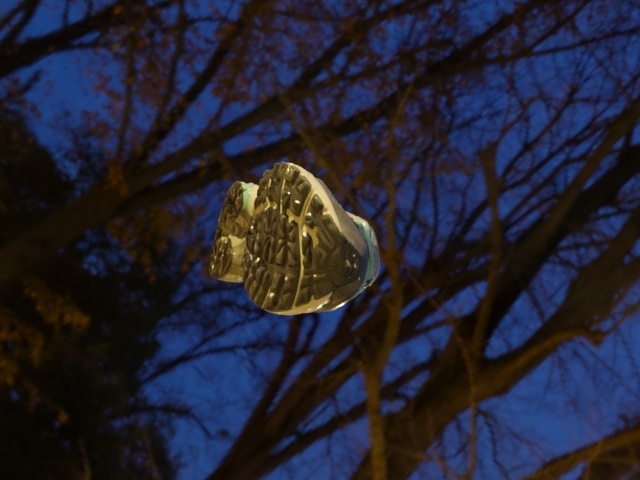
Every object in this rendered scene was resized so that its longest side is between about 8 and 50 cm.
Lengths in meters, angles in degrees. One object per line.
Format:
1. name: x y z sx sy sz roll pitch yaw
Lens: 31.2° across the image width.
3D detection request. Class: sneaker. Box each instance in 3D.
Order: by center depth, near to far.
1. sneaker: 0.000 0.000 0.912 0.283 0.122 0.110 -159 -100 -73
